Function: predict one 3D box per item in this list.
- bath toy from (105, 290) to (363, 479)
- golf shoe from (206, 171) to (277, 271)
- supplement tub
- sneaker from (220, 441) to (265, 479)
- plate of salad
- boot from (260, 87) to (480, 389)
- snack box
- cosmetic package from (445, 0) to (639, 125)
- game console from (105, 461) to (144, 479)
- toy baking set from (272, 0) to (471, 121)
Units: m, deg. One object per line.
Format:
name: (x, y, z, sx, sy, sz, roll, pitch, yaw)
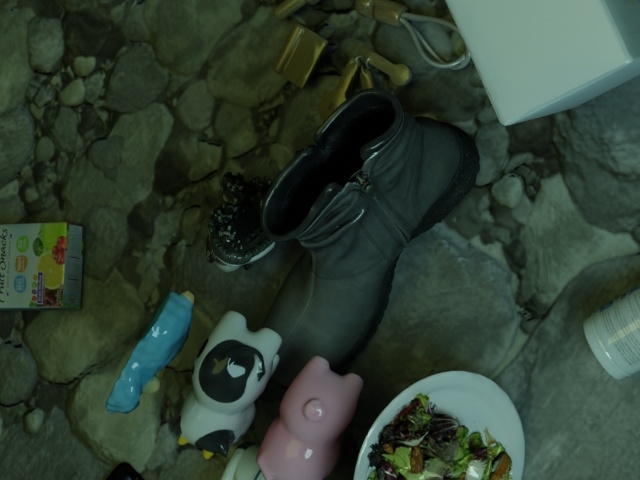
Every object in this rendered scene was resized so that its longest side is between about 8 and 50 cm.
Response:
bath toy: (-0.032, 0.186, 1.693, 0.348, 0.151, 0.129, 24, 59, 9)
golf shoe: (-0.082, 0.001, 1.780, 0.077, 0.198, 0.094, 14, 111, -1)
supplement tub: (0.307, 0.076, 1.591, 0.107, 0.071, 0.071, -33, 69, 22)
sneaker: (-0.096, 0.334, 1.794, 0.091, 0.094, 0.258, 26, 89, 42)
plate of salad: (0.119, 0.222, 1.613, 0.048, 0.200, 0.199, 22, 96, 56)
boot: (0.000, 0.000, 1.691, 0.118, 0.223, 0.338, 37, 103, 27)
snack box: (-0.343, 0.031, 1.995, 0.141, 0.037, 0.100, -1, 82, 30)
cosmetic package: (0.210, -0.239, 1.570, 0.138, 0.224, 0.224, -25, 88, 25)
game console: (-0.229, 0.332, 1.867, 0.144, 0.124, 0.085, 44, 132, 27)
toy baking set: (0.064, -0.229, 1.799, 0.256, 0.030, 0.196, -39, 70, 21)
